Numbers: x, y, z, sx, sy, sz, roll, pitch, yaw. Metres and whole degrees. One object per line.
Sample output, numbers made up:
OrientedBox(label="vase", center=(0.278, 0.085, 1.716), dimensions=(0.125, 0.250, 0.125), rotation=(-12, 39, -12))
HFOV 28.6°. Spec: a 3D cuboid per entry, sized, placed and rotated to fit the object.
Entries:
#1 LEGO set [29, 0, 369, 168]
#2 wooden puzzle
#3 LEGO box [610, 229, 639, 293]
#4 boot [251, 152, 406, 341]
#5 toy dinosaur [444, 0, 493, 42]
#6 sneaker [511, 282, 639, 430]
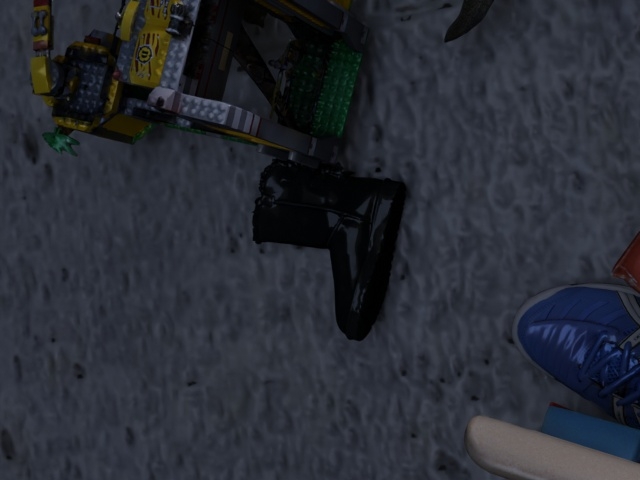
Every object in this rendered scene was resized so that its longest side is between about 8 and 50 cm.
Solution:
OrientedBox(label="LEGO set", center=(-0.085, -0.196, 0.791), dimensions=(0.255, 0.192, 0.331), rotation=(24, 95, 23))
OrientedBox(label="wooden puzzle", center=(0.206, 0.137, 0.681), dimensions=(0.221, 0.239, 0.044), rotation=(15, 84, 22))
OrientedBox(label="LEGO box", center=(0.460, 0.005, 0.588), dimensions=(0.500, 0.193, 0.372), rotation=(36, 105, 18))
OrientedBox(label="boot", center=(0.000, 0.000, 0.865), dimensions=(0.099, 0.045, 0.121), rotation=(13, 90, 20))
OrientedBox(label="toy dinosaur", center=(0.167, -0.253, 0.755), dimensions=(0.160, 0.121, 0.313), rotation=(50, 133, 11))
OrientedBox(label="sneaker", center=(0.213, 0.084, 0.757), dimensions=(0.211, 0.081, 0.080), rotation=(22, 101, 20))
